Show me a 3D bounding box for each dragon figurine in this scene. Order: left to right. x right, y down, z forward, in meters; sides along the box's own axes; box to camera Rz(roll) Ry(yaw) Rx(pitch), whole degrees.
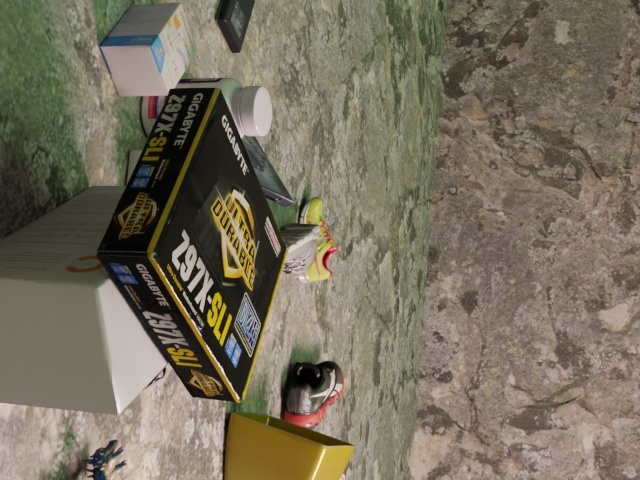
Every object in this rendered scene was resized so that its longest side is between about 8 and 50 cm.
[{"bbox_3d":[-0.327,0.429,1.328,0.289,0.144,0.085,-60,154,-18],"label":"dragon figurine"}]

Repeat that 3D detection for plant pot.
[{"bbox_3d":[-0.080,0.470,1.916,0.212,0.212,0.187,33,73,-68],"label":"plant pot"}]

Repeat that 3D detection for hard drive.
[{"bbox_3d":[-0.163,-0.446,1.840,0.094,0.022,0.135,62,34,-55],"label":"hard drive"}]

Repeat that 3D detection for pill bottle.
[{"bbox_3d":[-0.182,-0.209,1.537,0.108,0.194,0.108,2,90,-71],"label":"pill bottle"}]

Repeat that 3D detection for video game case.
[{"bbox_3d":[-0.142,-0.162,1.737,0.196,0.026,0.274,59,10,12],"label":"video game case"}]

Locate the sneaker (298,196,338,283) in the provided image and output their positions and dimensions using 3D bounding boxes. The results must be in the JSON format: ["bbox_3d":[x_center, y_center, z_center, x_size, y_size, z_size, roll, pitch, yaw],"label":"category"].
[{"bbox_3d":[0.000,0.000,2.252,0.081,0.094,0.208,21,70,-69],"label":"sneaker"}]

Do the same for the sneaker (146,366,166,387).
[{"bbox_3d":[-0.274,0.175,1.426,0.299,0.112,0.120,-37,126,-68],"label":"sneaker"}]

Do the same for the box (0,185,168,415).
[{"bbox_3d":[-0.281,0.059,1.231,0.345,0.215,0.168,-48,137,-62],"label":"box"}]

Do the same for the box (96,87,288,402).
[{"bbox_3d":[-0.143,0.013,1.185,0.322,0.079,0.257,70,30,-48],"label":"box"}]

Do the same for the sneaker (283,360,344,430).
[{"bbox_3d":[-0.011,0.334,2.241,0.276,0.098,0.135,-42,133,-63],"label":"sneaker"}]

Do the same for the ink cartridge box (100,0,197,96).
[{"bbox_3d":[-0.259,-0.300,1.463,0.143,0.090,0.092,-69,154,-43],"label":"ink cartridge box"}]

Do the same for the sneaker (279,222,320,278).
[{"bbox_3d":[-0.056,0.032,2.071,0.281,0.105,0.115,-23,113,-70],"label":"sneaker"}]

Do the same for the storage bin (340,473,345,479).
[{"bbox_3d":[-0.054,0.621,2.099,0.262,0.123,0.260,55,40,-61],"label":"storage bin"}]

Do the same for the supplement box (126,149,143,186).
[{"bbox_3d":[-0.220,-0.070,1.565,0.220,0.111,0.114,34,59,-68],"label":"supplement box"}]
